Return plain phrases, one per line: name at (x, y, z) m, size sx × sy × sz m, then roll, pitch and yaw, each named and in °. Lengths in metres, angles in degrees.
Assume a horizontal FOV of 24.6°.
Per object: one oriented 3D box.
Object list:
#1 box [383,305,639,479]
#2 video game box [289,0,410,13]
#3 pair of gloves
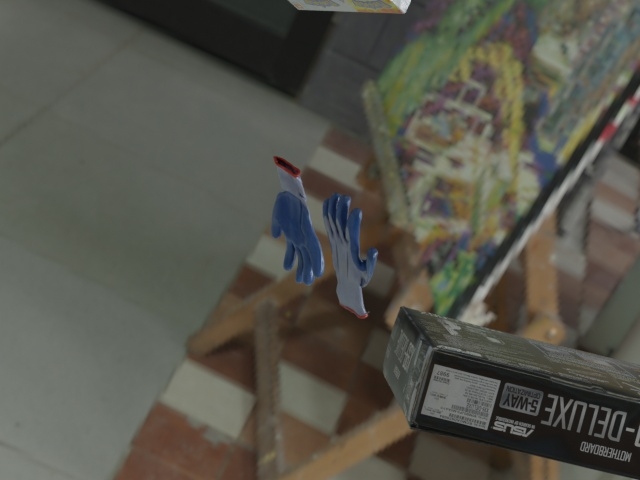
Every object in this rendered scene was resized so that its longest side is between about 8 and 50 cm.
box at (0.223, 0.147, 1.377) m, size 0.307 × 0.076 × 0.242 m, roll 14°, pitch 5°, yaw -5°
video game box at (-0.007, -0.363, 1.904) m, size 0.205 × 0.048 × 0.187 m, roll 11°, pitch -17°, yaw 45°
pair of gloves at (0.000, 0.000, 1.629) m, size 0.023 × 0.159 × 0.198 m, roll -26°, pitch 38°, yaw -26°
